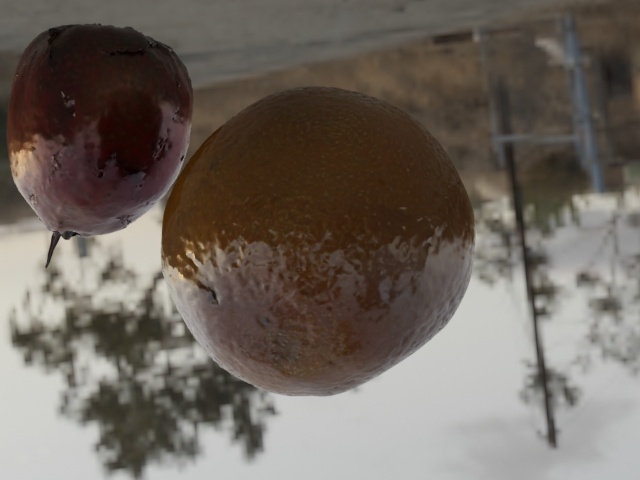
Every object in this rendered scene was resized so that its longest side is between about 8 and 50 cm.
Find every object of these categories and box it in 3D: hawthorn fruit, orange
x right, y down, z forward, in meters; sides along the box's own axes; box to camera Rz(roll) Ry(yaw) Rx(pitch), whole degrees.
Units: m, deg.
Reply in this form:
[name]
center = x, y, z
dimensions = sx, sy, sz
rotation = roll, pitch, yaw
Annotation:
[hawthorn fruit]
center = -0.205, -0.083, 1.491
dimensions = 0.181, 0.235, 0.181
rotation = 14, -168, -3
[orange]
center = 0.000, 0.000, 1.311
dimensions = 0.264, 0.264, 0.264
rotation = -5, -173, 1
